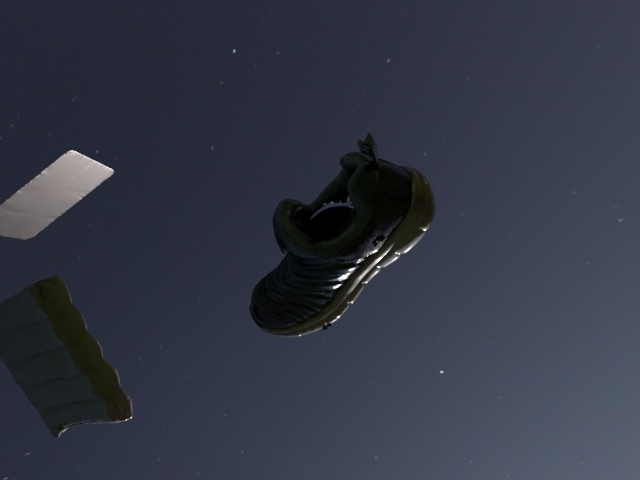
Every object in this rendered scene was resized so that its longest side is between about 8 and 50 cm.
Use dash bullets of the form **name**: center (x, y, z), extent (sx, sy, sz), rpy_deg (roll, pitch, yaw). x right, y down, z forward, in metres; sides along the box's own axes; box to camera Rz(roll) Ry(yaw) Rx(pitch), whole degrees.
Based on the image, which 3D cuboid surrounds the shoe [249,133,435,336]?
- **shoe**: center (0.000, 0.000, 0.493), extent (0.106, 0.207, 0.091), rpy_deg (29, -154, -30)

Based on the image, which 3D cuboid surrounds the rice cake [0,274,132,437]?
- **rice cake**: center (-0.298, 0.132, 0.616), extent (0.037, 0.198, 0.189), rpy_deg (-33, -88, -47)

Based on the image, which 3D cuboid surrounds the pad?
- **pad**: center (-0.348, -0.054, 0.710), extent (0.157, 0.112, 0.003), rpy_deg (-38, -100, 2)
